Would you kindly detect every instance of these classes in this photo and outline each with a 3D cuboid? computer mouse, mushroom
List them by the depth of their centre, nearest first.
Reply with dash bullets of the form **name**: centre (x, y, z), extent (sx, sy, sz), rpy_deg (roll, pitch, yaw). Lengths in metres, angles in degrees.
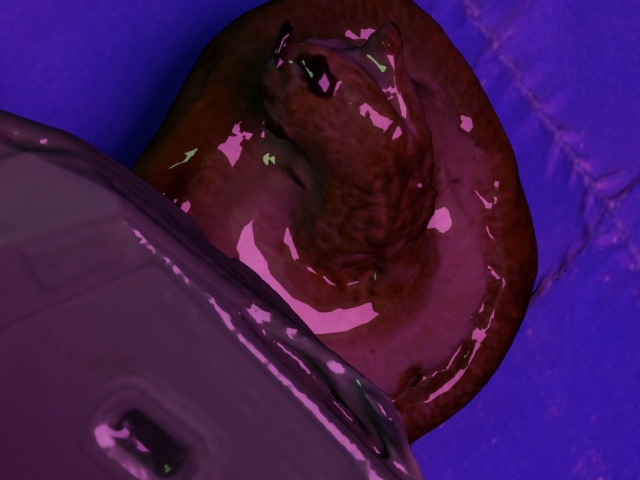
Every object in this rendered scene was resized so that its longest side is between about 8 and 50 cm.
- **computer mouse**: centre (-0.113, 0.102, 1.192), extent (0.429, 0.145, 0.228), rpy_deg (41, 97, -6)
- **mushroom**: centre (0.000, 0.000, 1.315), extent (0.346, 0.259, 0.345), rpy_deg (-4, 100, -20)
